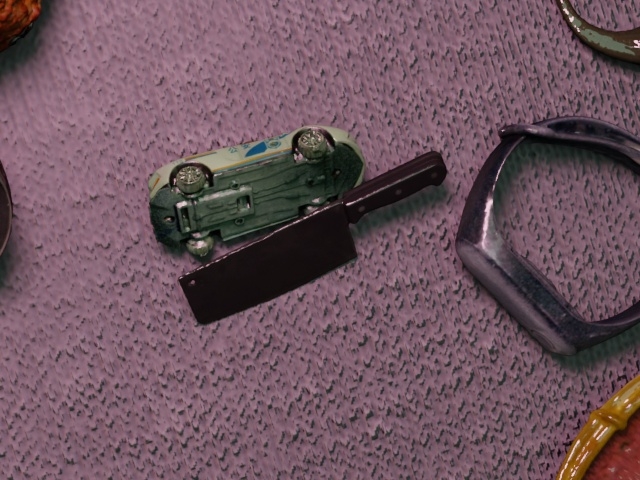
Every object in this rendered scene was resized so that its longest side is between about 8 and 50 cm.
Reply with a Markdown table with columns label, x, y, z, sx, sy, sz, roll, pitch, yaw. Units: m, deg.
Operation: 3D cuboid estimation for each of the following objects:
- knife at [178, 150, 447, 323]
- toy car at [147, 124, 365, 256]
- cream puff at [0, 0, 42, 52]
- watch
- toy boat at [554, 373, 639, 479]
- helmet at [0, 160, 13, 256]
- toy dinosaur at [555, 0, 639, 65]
| label | x | y | z | sx | sy | sz | roll | pitch | yaw |
| --- | --- | --- | --- | --- | --- | --- | --- | --- | --- |
| knife | 0.000 | 0.000 | 1.365 | 0.245 | 0.019 | 0.072 | -26 | 135 | -6 |
| toy car | -0.054 | -0.047 | 1.350 | 0.186 | 0.058 | 0.093 | -17 | 136 | -11 |
| cream puff | -0.318 | -0.240 | 1.259 | 0.240 | 0.164 | 0.240 | 1 | 83 | -12 |
| watch | 0.221 | -0.016 | 1.398 | 0.206 | 0.068 | 0.193 | 45 | 79 | -10 |
| toy boat | 0.284 | 0.194 | 1.391 | 0.141 | 0.099 | 0.318 | 43 | 80 | -10 |
| helmet | -0.325 | -0.056 | 1.277 | 0.153 | 0.107 | 0.177 | -32 | 123 | 17 |
| toy dinosaur | 0.313 | -0.205 | 1.442 | 0.187 | 0.087 | 0.179 | -37 | 58 | -24 |
